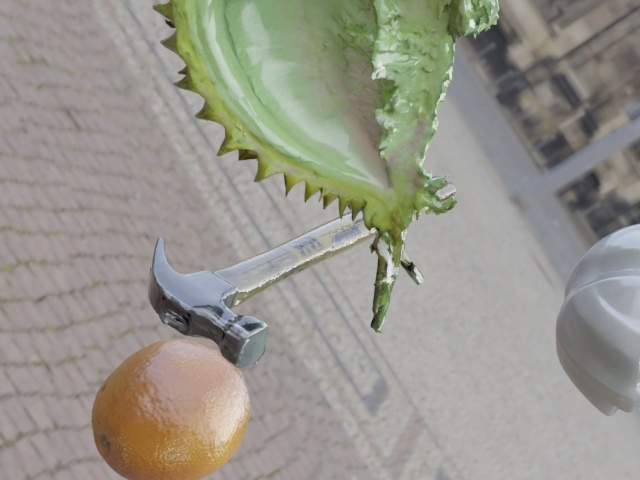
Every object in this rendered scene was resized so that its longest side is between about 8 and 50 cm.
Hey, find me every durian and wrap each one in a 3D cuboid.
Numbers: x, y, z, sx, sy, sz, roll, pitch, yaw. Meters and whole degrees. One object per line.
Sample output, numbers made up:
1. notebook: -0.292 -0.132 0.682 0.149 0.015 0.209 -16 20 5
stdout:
1. durian: 0.004 -0.072 0.406 0.100 0.086 0.215 36 -40 34

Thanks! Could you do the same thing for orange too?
1. orange: -0.194 0.223 1.670 0.206 0.206 0.206 53 12 -16

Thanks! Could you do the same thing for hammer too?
1. hammer: 0.000 0.000 0.513 0.062 0.017 0.182 28 31 25

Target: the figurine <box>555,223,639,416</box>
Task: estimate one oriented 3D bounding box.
1. figurine: 0.310 0.068 1.033 0.133 0.236 0.176 89 17 -46
